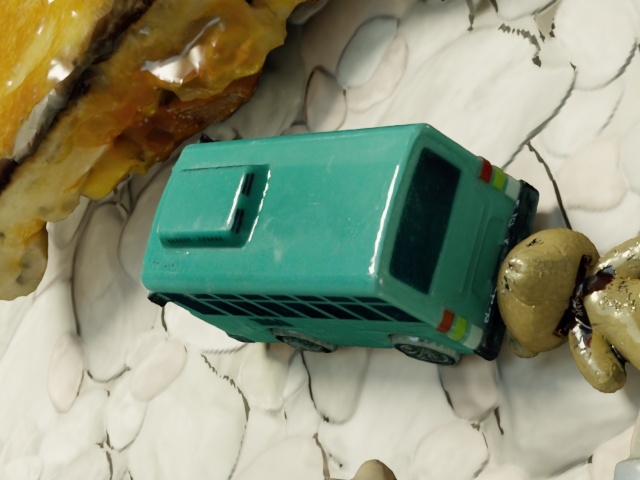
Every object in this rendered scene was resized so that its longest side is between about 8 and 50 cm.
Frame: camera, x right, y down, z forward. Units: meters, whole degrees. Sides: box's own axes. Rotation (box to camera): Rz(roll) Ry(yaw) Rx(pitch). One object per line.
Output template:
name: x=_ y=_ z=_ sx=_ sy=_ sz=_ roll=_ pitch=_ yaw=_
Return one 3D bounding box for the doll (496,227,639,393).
doll: x=0.107 y=0.025 z=0.565 sx=0.093 sy=0.051 sz=0.061 roll=23 pitch=85 yaw=22

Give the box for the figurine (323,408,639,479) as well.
figurine: x=0.054 y=0.160 z=0.387 sx=0.205 sy=0.224 sz=0.382 roll=11 pitch=77 yaw=47

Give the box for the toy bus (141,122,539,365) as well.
toy bus: x=0.000 y=0.000 z=0.644 sx=0.160 sy=0.092 sz=0.079 roll=-1 pitch=67 yaw=48

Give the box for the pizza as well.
pizza: x=-0.092 y=-0.161 z=0.824 sx=0.278 sy=0.114 sz=0.409 roll=-3 pitch=67 yaw=48
